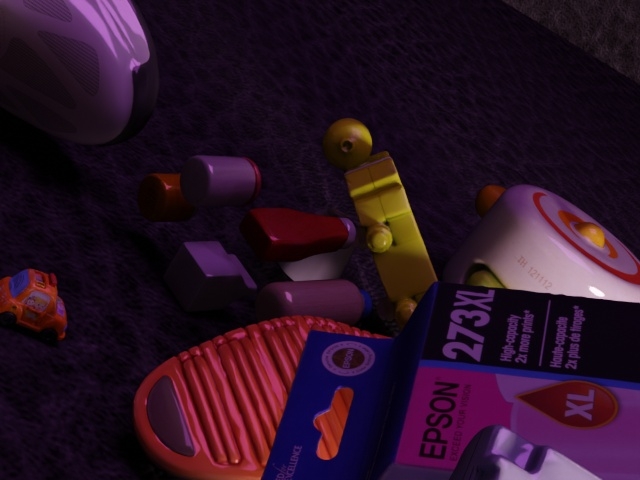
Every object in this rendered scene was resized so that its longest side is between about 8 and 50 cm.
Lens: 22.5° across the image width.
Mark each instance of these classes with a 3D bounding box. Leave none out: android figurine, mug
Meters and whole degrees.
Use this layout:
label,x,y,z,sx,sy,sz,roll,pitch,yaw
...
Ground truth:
label,x,y,z,sx,sy,sz,roll,pitch,yaw
android figurine,0.064,0.013,1.355,0.273,0.056,0.248,-77,146,-82
mug,-0.001,0.001,1.448,0.062,0.064,0.078,14,29,-45

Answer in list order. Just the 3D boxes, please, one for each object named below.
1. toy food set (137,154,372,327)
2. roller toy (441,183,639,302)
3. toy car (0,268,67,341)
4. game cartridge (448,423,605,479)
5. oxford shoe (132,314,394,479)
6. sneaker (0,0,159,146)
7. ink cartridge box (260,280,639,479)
label,x,y,z,sx,sy,sz,roll,pitch,yaw
toy food set,-0.039,0.017,1.252,0.104,0.111,0.232,-1,43,-44
roller toy,0.235,0.040,1.631,0.191,0.146,0.209,32,20,-15
toy car,-0.191,0.054,1.045,0.060,0.040,0.122,32,20,-12
game cartridge,0.110,0.266,0.805,0.198,0.062,0.297,35,62,-16
oxford shoe,0.025,0.136,1.134,0.364,0.132,0.130,1,56,-32
sneaker,-0.352,-0.197,1.246,0.447,0.169,0.257,39,34,6
ink cartridge box,0.155,0.108,0.965,0.371,0.069,0.175,4,36,12
